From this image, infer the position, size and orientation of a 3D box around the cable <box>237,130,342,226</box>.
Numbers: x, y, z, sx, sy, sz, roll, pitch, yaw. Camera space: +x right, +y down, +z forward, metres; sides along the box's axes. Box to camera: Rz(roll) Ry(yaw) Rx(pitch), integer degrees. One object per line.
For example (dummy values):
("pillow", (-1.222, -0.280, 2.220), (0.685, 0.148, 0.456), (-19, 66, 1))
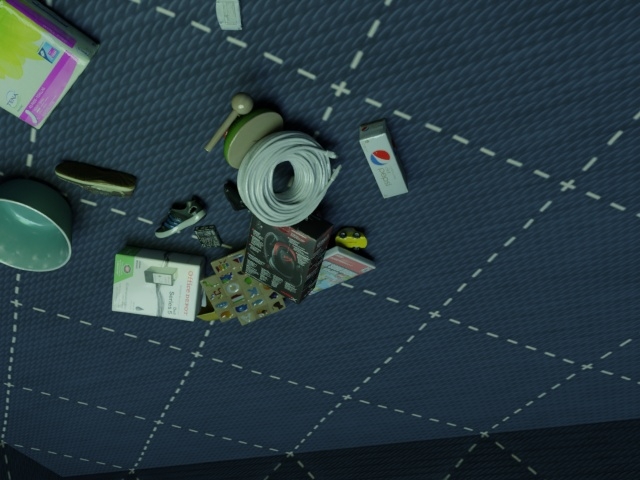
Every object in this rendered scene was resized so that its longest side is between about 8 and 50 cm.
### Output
("cable", (-0.095, -0.166, 1.562), (0.257, 0.089, 0.257), (27, 95, -40))

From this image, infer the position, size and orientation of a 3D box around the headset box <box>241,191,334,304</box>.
("headset box", (-0.099, 0.013, 1.752), (0.218, 0.110, 0.293), (28, 130, 16))

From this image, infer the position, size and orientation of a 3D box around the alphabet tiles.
("alphabet tiles", (-0.236, 0.155, 1.992), (0.285, 0.011, 0.342), (-22, 135, -6))

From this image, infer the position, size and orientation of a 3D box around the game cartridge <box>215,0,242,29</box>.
("game cartridge", (-0.209, -0.521, 1.342), (0.056, 0.017, 0.083), (0, 137, 0))

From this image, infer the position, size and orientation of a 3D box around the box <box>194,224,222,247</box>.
("box", (-0.361, -0.012, 1.898), (0.067, 0.018, 0.083), (-6, 136, 11))

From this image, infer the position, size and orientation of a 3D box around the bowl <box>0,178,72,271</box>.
("bowl", (-0.885, -0.064, 1.785), (0.312, 0.163, 0.311), (2, 136, 2))

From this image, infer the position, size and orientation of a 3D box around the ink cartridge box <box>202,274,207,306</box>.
("ink cartridge box", (-0.472, 0.170, 2.071), (0.151, 0.063, 0.109), (6, 137, -1))

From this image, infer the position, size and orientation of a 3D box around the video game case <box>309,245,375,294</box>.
("video game case", (0.008, 0.103, 1.927), (0.285, 0.025, 0.204), (-25, 149, 33))

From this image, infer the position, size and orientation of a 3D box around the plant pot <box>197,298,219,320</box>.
("plant pot", (-0.391, 0.249, 2.140), (0.082, 0.081, 0.083), (-14, 144, 19))

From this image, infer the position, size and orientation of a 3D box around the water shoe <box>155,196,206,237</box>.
("water shoe", (-0.439, -0.074, 1.818), (0.203, 0.073, 0.080), (-22, 104, 26))

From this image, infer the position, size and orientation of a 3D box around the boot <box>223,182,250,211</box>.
("boot", (-0.221, -0.129, 1.741), (0.099, 0.045, 0.121), (-5, 143, 13))

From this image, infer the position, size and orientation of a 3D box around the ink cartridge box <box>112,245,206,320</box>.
("ink cartridge box", (-0.530, 0.141, 1.948), (0.273, 0.115, 0.198), (8, 103, -3))

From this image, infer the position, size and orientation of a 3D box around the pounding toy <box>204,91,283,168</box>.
("pounding toy", (-0.209, -0.292, 1.509), (0.183, 0.110, 0.237), (-48, 159, 9))

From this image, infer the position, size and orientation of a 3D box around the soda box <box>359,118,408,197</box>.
("soda box", (0.173, -0.218, 1.592), (0.074, 0.069, 0.216), (-13, 135, 18))

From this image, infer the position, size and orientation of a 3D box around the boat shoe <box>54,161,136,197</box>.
("boat shoe", (-0.654, -0.167, 1.715), (0.224, 0.080, 0.073), (10, 132, -12))

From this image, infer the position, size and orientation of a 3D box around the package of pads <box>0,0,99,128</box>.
("package of pads", (-0.713, -0.433, 1.420), (0.229, 0.101, 0.297), (34, 129, -28))

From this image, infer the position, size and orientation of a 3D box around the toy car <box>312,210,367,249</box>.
("toy car", (0.000, 0.000, 1.853), (0.239, 0.053, 0.225), (25, 134, -19))
